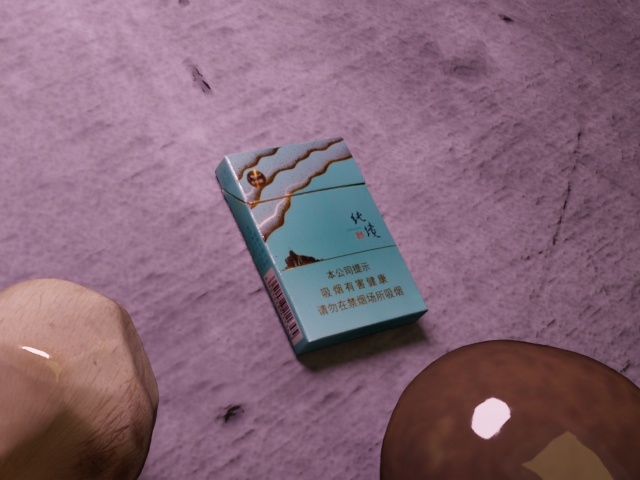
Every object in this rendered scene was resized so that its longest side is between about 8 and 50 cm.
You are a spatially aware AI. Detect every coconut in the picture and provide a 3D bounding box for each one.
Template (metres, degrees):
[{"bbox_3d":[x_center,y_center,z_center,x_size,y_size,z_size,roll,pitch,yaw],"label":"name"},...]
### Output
[{"bbox_3d":[-0.233,0.145,0.995,0.224,0.224,0.224,14,55,-21],"label":"coconut"}]

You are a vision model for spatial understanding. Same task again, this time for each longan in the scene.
[{"bbox_3d":[0.213,0.250,1.126,0.350,0.288,0.288,47,50,-6],"label":"longan"}]

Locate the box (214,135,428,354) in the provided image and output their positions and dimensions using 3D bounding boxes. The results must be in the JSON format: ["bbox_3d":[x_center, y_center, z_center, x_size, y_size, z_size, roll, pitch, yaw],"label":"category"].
[{"bbox_3d":[0.000,-0.001,1.314,0.162,0.041,0.229,-12,67,-34],"label":"box"}]
